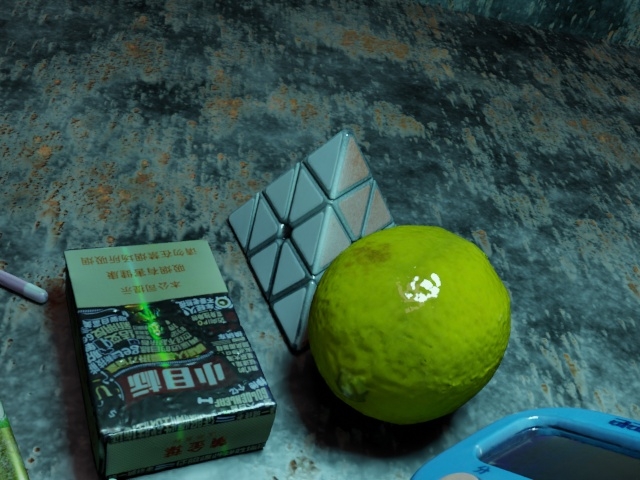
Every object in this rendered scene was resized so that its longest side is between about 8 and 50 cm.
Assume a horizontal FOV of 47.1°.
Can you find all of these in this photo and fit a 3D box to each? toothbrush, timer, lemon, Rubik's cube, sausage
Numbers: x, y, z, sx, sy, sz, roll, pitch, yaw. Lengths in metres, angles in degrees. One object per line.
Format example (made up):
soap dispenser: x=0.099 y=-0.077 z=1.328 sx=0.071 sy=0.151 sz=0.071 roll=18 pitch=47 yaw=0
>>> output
toothbrush: x=-0.493 y=0.024 z=0.997 sx=0.286 sy=0.020 sz=0.025 roll=22 pitch=30 yaw=9
timer: x=0.274 y=0.284 z=0.746 sx=0.309 sy=0.115 sz=0.340 roll=-18 pitch=13 yaw=-36
lemon: x=0.112 y=0.102 z=0.925 sx=0.267 sy=0.267 sz=0.267 roll=10 pitch=37 yaw=-7
Rubik's cube: x=0.002 y=0.001 z=1.106 sx=0.228 sy=0.229 sz=0.233 roll=-31 pitch=90 yaw=-1
sausage: x=-0.368 y=0.189 z=0.814 sx=0.032 sy=0.033 sz=0.269 roll=-12 pitch=44 yaw=-32

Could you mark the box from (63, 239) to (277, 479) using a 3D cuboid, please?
box: x=-0.200 y=0.129 z=0.911 sx=0.198 sy=0.084 sz=0.310 roll=-4 pitch=40 yaw=-25

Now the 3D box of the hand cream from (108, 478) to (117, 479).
hand cream: x=-0.161 y=0.311 z=0.717 sx=0.204 sy=0.050 sz=0.078 roll=28 pitch=38 yaw=23
